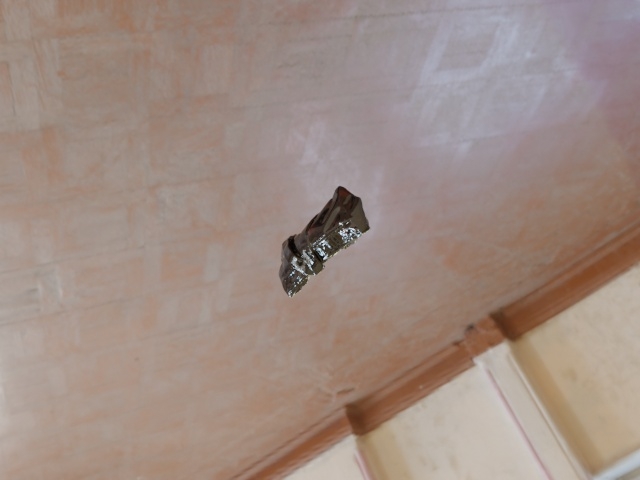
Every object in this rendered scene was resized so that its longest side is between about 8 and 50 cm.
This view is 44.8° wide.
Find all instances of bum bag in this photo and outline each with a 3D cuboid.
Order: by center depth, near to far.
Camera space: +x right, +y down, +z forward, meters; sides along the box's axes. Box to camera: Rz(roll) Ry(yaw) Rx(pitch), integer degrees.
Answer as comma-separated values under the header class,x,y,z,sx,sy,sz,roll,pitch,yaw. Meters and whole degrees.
class,x,y,z,sx,sy,sz,roll,pitch,yaw
bum bag,-0.001,0.000,0.711,0.034,0.058,0.124,13,136,-43
